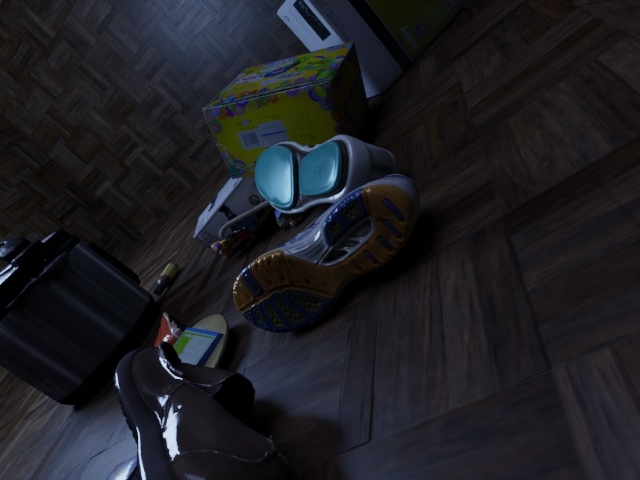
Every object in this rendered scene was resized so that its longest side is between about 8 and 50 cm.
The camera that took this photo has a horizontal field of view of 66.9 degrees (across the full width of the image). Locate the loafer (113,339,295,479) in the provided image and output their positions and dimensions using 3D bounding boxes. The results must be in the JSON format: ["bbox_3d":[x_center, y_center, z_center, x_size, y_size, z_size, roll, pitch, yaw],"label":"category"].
[{"bbox_3d":[-0.128,0.203,0.529,0.130,0.134,0.366,-28,24,-20],"label":"loafer"}]

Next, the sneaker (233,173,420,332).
[{"bbox_3d":[0.012,0.021,0.638,0.296,0.112,0.131,-32,6,30],"label":"sneaker"}]

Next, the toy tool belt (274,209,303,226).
[{"bbox_3d":[-0.073,-0.055,0.999,0.052,0.051,0.083,-47,20,-2],"label":"toy tool belt"}]

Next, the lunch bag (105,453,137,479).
[{"bbox_3d":[-0.242,0.317,0.607,0.071,0.053,0.083,-35,12,22],"label":"lunch bag"}]

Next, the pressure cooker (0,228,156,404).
[{"bbox_3d":[-0.700,0.174,1.274,0.370,0.420,0.375,-46,19,1],"label":"pressure cooker"}]

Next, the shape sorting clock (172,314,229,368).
[{"bbox_3d":[-0.218,0.210,0.782,0.206,0.040,0.206,-36,24,19],"label":"shape sorting clock"}]

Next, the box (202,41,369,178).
[{"bbox_3d":[-0.062,-0.302,1.112,0.290,0.177,0.279,-6,35,20],"label":"box"}]

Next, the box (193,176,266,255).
[{"bbox_3d":[-0.216,-0.116,1.306,0.290,0.087,0.169,-48,21,14],"label":"box"}]

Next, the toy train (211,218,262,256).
[{"bbox_3d":[-0.198,0.001,1.163,0.125,0.046,0.166,-31,7,-18],"label":"toy train"}]

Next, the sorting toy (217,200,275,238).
[{"bbox_3d":[-0.149,-0.066,1.129,0.208,0.038,0.193,-35,8,-11],"label":"sorting toy"}]

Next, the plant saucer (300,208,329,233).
[{"bbox_3d":[0.000,0.000,0.777,0.168,0.029,0.168,-39,20,17],"label":"plant saucer"}]

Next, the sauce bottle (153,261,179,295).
[{"bbox_3d":[-0.476,0.119,1.492,0.042,0.042,0.128,-34,21,30],"label":"sauce bottle"}]

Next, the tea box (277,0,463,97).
[{"bbox_3d":[0.125,-0.606,1.271,0.323,0.329,0.220,-47,19,-6],"label":"tea box"}]

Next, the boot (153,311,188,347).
[{"bbox_3d":[-0.312,0.198,0.982,0.085,0.059,0.158,-54,21,-8],"label":"boot"}]

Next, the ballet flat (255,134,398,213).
[{"bbox_3d":[0.000,-0.114,0.872,0.139,0.139,0.400,-51,23,-13],"label":"ballet flat"}]
